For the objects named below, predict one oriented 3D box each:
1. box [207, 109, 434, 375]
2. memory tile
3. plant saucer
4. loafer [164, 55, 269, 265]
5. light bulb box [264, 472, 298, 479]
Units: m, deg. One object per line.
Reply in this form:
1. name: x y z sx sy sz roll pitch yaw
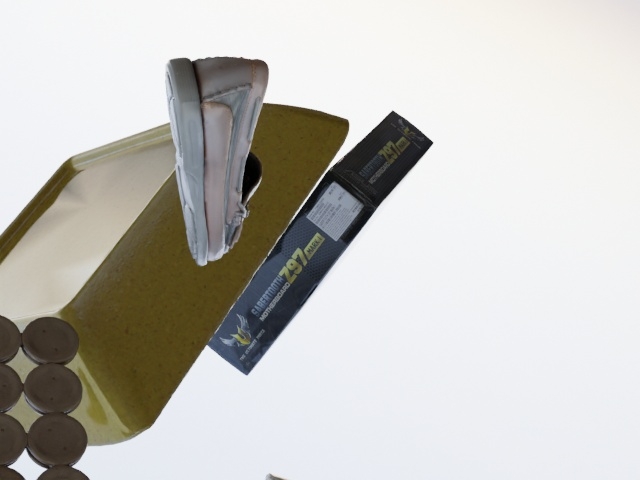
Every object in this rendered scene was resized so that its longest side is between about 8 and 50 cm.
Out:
1. box: 0.000 0.000 1.183 0.059 0.232 0.183 39 -149 3
2. memory tile: -0.198 0.106 0.752 0.113 0.012 0.148 4 -130 -22
3. plant saucer: -0.177 0.014 0.988 0.081 0.333 0.332 52 -130 -24
4. loafer: -0.039 -0.029 0.510 0.039 0.125 0.045 -11 -120 -8
5. light bulb box: 0.062 0.398 0.853 0.225 0.357 0.361 18 180 -25
